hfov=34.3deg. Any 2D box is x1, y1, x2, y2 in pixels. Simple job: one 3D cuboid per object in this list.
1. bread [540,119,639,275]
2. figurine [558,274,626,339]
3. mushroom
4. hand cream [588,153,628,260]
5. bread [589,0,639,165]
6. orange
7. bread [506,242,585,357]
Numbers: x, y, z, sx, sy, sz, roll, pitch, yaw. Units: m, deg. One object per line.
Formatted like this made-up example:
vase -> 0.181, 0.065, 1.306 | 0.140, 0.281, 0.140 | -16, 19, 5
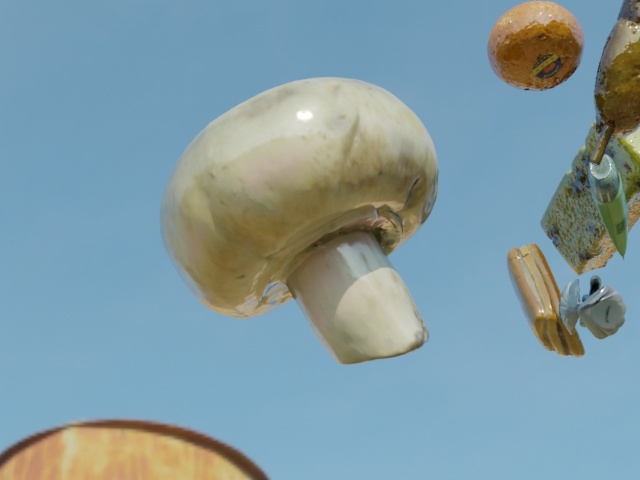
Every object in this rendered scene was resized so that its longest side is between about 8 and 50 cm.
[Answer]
bread -> 0.468, -0.080, 1.719 | 0.077, 0.138, 0.361 | -22, -25, -16
figurine -> 0.400, 0.098, 1.548 | 0.082, 0.086, 0.094 | 6, -85, -13
mushroom -> -0.023, -0.022, 1.291 | 0.325, 0.353, 0.353 | -4, -37, 31
hand cream -> 0.430, -0.057, 1.527 | 0.046, 0.095, 0.175 | -12, -39, 22
bread -> 0.356, -0.228, 1.103 | 0.084, 0.344, 0.124 | 18, -13, 20
orange -> 0.299, -0.272, 1.449 | 0.136, 0.117, 0.135 | -8, -51, -10
bread -> 0.366, 0.101, 1.697 | 0.077, 0.200, 0.116 | -20, -49, 7
